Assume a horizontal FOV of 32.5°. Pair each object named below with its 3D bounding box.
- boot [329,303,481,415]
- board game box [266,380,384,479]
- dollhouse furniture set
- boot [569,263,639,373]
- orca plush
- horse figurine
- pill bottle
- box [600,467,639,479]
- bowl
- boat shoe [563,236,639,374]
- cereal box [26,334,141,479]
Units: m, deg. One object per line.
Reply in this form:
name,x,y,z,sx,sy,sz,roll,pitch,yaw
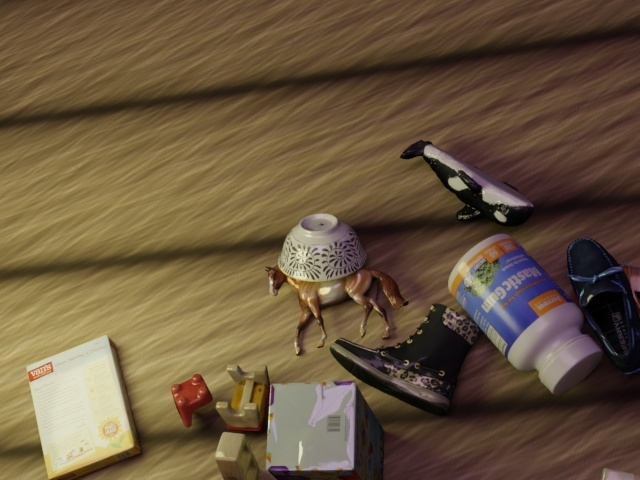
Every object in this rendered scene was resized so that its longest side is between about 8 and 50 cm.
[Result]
boot,0.155,0.188,1.968,0.236,0.085,0.179,26,70,14
board game box,0.014,0.344,1.815,0.142,0.275,0.144,-3,64,12
dollhouse furniture set,-0.212,0.408,1.936,0.201,0.152,0.374,1,47,14
boot,0.507,0.136,1.925,0.152,0.073,0.197,3,64,22
orca plush,0.266,-0.087,2.072,0.287,0.151,0.102,31,106,22
horse figurine,0.035,0.110,2.048,0.263,0.066,0.175,-12,67,11
pill bottle,0.359,0.130,1.910,0.152,0.152,0.272,-36,61,-6
box,0.472,0.526,1.690,0.121,0.148,0.311,8,68,17
bowl,0.000,0.000,2.057,0.170,0.080,0.170,-5,28,3
boat shoe,0.489,0.096,1.857,0.109,0.089,0.258,-31,57,12
cereal box,-0.448,0.316,2.070,0.173,0.047,0.240,-21,61,2
